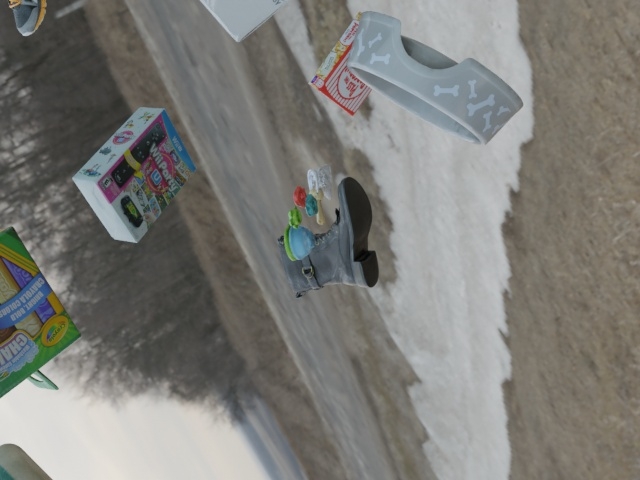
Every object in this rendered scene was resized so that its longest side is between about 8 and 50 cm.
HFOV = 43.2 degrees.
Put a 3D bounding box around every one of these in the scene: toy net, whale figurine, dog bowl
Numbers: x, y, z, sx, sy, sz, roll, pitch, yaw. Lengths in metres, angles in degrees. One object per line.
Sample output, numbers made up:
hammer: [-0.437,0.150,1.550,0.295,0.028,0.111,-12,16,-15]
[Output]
toy net: [-0.027,-0.075,1.516,0.232,0.045,0.122,-74,-33,-44]
whale figurine: [-0.607,0.506,1.593,0.216,0.141,0.272,44,151,1]
dog bowl: [0.203,-0.296,1.523,0.349,0.102,0.349,30,-174,-3]

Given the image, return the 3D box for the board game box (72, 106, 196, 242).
board game box: [-0.491,-0.180,2.178,0.098,0.303,0.224,8,140,31]

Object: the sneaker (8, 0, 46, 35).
sneaker: [-0.631,-0.536,1.686,0.084,0.083,0.214,-5,91,37]

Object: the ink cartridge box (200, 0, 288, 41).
ink cartridge box: [-0.248,-0.604,1.558,0.384,0.160,0.279,54,-173,36]

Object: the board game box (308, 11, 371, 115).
board game box: [0.079,-0.394,1.822,0.045,0.193,0.147,42,-170,36]

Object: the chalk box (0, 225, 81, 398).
chalk box: [-0.550,0.148,1.366,0.180,0.179,0.288,-7,115,46]

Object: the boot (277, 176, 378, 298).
boot: [0.000,0.000,1.751,0.229,0.091,0.262,-3,100,35]
